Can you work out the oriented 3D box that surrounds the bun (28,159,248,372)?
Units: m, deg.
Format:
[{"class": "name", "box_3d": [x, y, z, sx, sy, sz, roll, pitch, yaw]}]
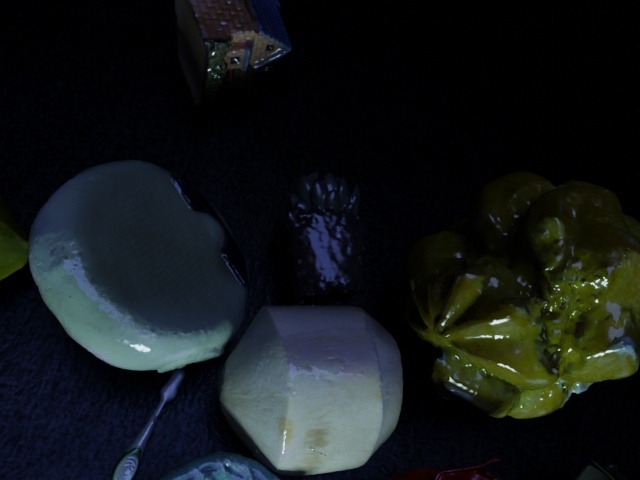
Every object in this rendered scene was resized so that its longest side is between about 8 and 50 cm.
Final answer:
[{"class": "bun", "box_3d": [-0.246, 0.050, 0.819, 0.293, 0.187, 0.293, 28, 41, -27]}]

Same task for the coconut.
[{"class": "coconut", "box_3d": [-0.021, 0.185, 0.803, 0.241, 0.241, 0.241, 6, 64, -14]}]

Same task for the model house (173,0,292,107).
[{"class": "model house", "box_3d": [-0.138, -0.326, 1.021, 0.172, 0.183, 0.166, -16, 72, -22]}]

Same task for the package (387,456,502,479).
[{"class": "package", "box_3d": [0.101, 0.457, 0.723, 0.123, 0.196, 0.423, 24, 63, 0]}]

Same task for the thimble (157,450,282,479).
[{"class": "thimble", "box_3d": [-0.139, 0.358, 0.728, 0.235, 0.143, 0.198, -2, 66, -18]}]

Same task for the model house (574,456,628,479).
[{"class": "model house", "box_3d": [0.433, 0.462, 0.845, 0.243, 0.211, 0.204, 30, 102, -32]}]

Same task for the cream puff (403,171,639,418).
[{"class": "cream puff", "box_3d": [0.261, 0.068, 0.861, 0.275, 0.378, 0.378, 19, 60, -32]}]

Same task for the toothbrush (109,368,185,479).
[{"class": "toothbrush", "box_3d": [-0.251, 0.298, 0.787, 0.030, 0.030, 0.304, 28, 62, -3]}]

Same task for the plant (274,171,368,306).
[{"class": "plant", "box_3d": [0.000, 0.000, 0.943, 0.129, 0.132, 0.194, 2, 70, -19]}]

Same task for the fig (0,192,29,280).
[{"class": "fig", "box_3d": [-0.477, -0.028, 0.782, 0.225, 0.203, 0.203, 14, 61, -33]}]
